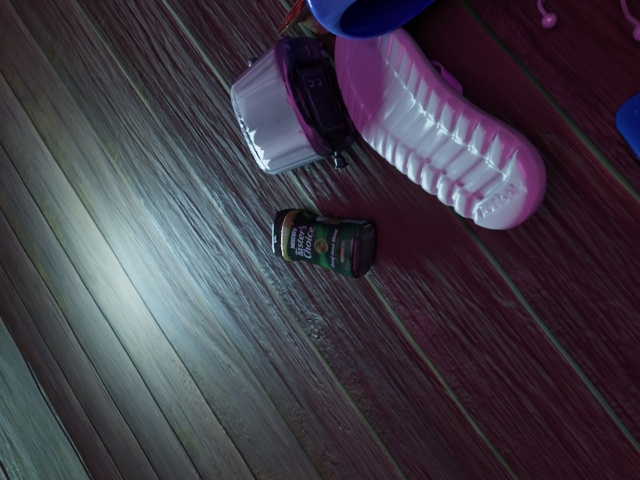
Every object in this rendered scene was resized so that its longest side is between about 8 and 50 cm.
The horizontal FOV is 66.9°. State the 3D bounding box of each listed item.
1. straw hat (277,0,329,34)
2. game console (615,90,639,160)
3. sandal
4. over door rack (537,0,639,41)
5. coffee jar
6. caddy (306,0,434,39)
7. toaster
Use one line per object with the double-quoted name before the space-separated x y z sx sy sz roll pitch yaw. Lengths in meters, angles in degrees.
"straw hat" -0.002 -0.358 0.756 0.061 0.144 0.144 36 130 -24
"game console" 0.522 -0.107 0.490 0.293 0.173 0.250 -38 49 35
"sandal" 0.153 -0.174 0.682 0.416 0.102 0.169 56 145 27
"over door rack" 0.326 -0.287 0.420 0.324 0.240 0.108 6 82 40
"coffee jar" 0.000 0.000 0.847 0.185 0.079 0.096 12 109 32
"caddy" 0.110 -0.382 0.534 0.341 0.241 0.179 -36 67 7
"toaster" -0.044 -0.204 0.794 0.147 0.129 0.226 -15 101 40
